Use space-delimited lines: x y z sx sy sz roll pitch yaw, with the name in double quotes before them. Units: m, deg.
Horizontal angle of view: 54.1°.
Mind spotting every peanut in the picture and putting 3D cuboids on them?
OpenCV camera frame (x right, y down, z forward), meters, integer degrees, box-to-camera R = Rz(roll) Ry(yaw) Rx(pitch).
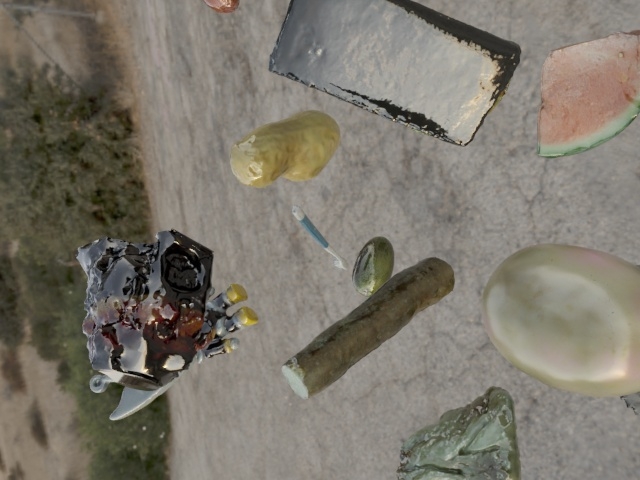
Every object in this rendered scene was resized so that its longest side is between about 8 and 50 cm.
"peanut" -0.065 -0.195 1.368 0.147 0.318 0.148 19 122 33

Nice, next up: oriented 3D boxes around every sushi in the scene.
"sushi" -0.205 0.092 0.736 0.172 0.153 0.151 -16 54 37

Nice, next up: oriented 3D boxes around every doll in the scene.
"doll" -0.266 0.180 1.103 0.146 0.316 0.103 60 -177 -2

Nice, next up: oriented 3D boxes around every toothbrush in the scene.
"toothbrush" 0.000 0.000 1.211 0.276 0.025 0.019 49 -131 -57

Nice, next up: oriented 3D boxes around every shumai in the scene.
"shumai" 0.301 0.487 1.409 0.309 0.263 0.304 -75 -19 -65

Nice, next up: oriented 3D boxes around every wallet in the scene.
"wallet" 0.089 -0.219 0.757 0.030 0.285 0.146 -85 17 -57

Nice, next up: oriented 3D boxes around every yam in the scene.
"yam" 0.064 0.097 0.737 0.061 0.274 0.061 27 132 34

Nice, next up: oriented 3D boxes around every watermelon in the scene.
"watermelon" 0.671 -0.347 1.462 0.222 0.319 0.293 3 99 47

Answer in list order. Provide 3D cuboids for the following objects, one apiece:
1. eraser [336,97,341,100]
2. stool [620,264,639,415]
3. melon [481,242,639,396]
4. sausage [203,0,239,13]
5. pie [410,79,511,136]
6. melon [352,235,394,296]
"eraser" 0.066 -0.270 1.182 0.099 0.027 0.019 22 137 39
"stool" 0.791 0.221 1.446 0.330 0.296 0.298 -56 -37 -71
"melon" 0.385 0.117 0.963 0.317 0.222 0.223 -164 65 -67
"sausage" -0.181 -0.444 0.972 0.194 0.077 0.077 65 156 -1
"pie" 0.329 -0.355 1.519 0.302 0.302 0.067 120 136 -56
"melon" 0.133 0.062 1.549 0.162 0.099 0.099 -68 8 -29
